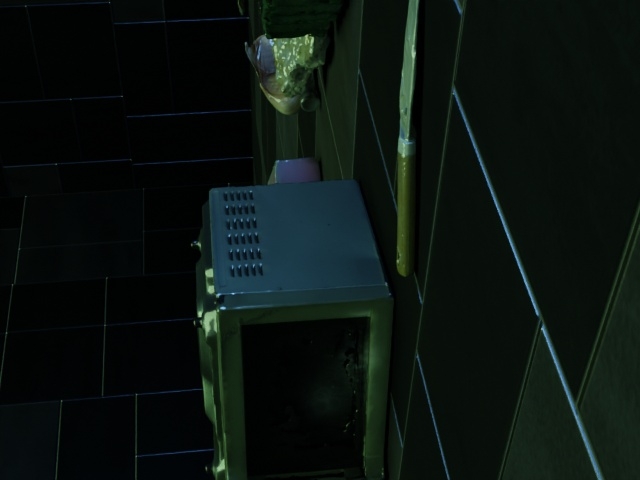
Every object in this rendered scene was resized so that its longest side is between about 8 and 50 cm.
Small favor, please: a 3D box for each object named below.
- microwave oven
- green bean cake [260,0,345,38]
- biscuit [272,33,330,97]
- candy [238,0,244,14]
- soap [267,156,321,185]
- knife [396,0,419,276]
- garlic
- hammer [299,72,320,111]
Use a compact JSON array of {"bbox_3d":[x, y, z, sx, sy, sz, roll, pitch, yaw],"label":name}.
[{"bbox_3d":[-0.044,0.140,1.264,0.286,0.219,0.354,-104,12,-54],"label":"microwave oven"},{"bbox_3d":[-0.028,-0.376,1.305,0.193,0.107,0.208,126,141,-85],"label":"green bean cake"},{"bbox_3d":[-0.030,-0.325,1.489,0.188,0.040,0.265,-120,30,-43],"label":"biscuit"},{"bbox_3d":[-0.100,-0.359,1.294,0.182,0.046,0.053,85,178,-63],"label":"candy"},{"bbox_3d":[-0.046,-0.038,1.798,0.259,0.081,0.181,134,133,-83],"label":"soap"},{"bbox_3d":[0.077,-0.105,0.914,0.047,0.017,0.297,-92,1,-63],"label":"knife"},{"bbox_3d":[-0.072,-0.303,1.831,0.124,0.099,0.174,67,-168,-59],"label":"garlic"},{"bbox_3d":[-0.023,-0.357,1.589,0.137,0.037,0.289,-103,10,-47],"label":"hammer"}]
